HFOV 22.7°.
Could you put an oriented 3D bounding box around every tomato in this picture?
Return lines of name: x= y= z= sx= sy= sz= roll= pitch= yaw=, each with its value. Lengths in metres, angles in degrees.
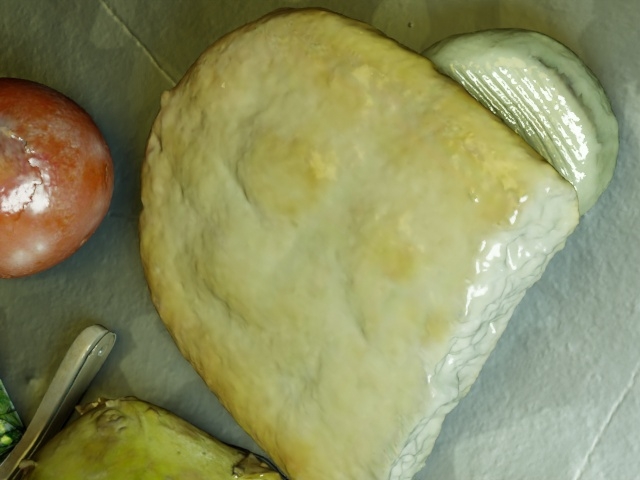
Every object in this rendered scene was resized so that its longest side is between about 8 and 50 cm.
tomato: x=-0.320 y=-0.066 z=1.630 sx=0.208 sy=0.184 sz=0.208 roll=-2 pitch=82 yaw=18

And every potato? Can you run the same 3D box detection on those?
potato: x=-0.163 y=0.291 z=1.526 sx=0.299 sy=0.196 sz=0.246 roll=23 pitch=93 yaw=19

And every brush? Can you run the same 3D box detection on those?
brush: x=-0.294 y=0.238 z=1.644 sx=0.065 sy=0.070 sz=0.327 roll=32 pitch=93 yaw=22

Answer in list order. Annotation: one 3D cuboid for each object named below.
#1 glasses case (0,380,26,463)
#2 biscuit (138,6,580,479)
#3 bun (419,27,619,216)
glasses case: x=-0.411 y=0.120 z=1.704 sx=0.095 sy=0.062 sz=0.272 roll=-31 pitch=74 yaw=7
biscuit: x=-0.001 y=0.000 z=1.484 sx=0.446 sy=0.104 sz=0.429 roll=47 pitch=125 yaw=19
bun: x=0.172 y=-0.102 z=1.500 sx=0.222 sy=0.127 sz=0.222 roll=4 pitch=106 yaw=13
